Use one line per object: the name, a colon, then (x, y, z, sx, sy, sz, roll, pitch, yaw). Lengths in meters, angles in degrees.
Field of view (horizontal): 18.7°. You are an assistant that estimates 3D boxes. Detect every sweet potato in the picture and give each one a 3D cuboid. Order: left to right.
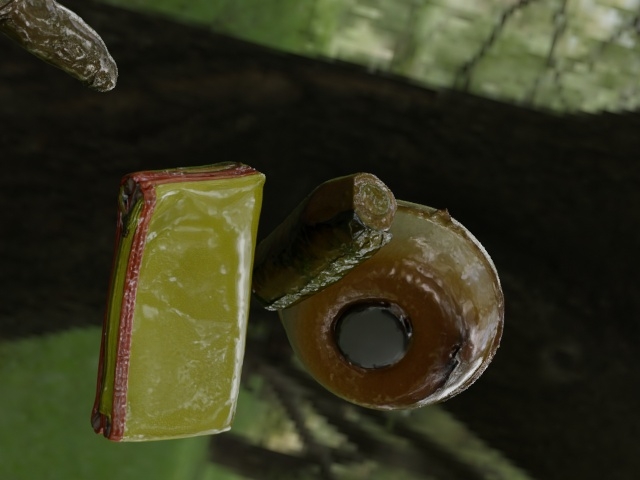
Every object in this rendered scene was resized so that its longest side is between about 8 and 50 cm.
sweet potato: (-0.206, -0.170, 1.146, 0.269, 0.075, 0.074, 55, 39, -44)

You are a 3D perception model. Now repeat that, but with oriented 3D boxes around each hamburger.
hamburger: (0.069, 0.063, 1.899, 0.147, 0.237, 0.236, -66, 171, -62)

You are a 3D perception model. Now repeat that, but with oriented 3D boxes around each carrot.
carrot: (0.000, 0.000, 1.747, 0.173, 0.082, 0.082, -33, -147, 46)

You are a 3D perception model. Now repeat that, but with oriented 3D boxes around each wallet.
wallet: (-0.128, 0.053, 1.673, 0.141, 0.067, 0.241, -5, 111, -41)
